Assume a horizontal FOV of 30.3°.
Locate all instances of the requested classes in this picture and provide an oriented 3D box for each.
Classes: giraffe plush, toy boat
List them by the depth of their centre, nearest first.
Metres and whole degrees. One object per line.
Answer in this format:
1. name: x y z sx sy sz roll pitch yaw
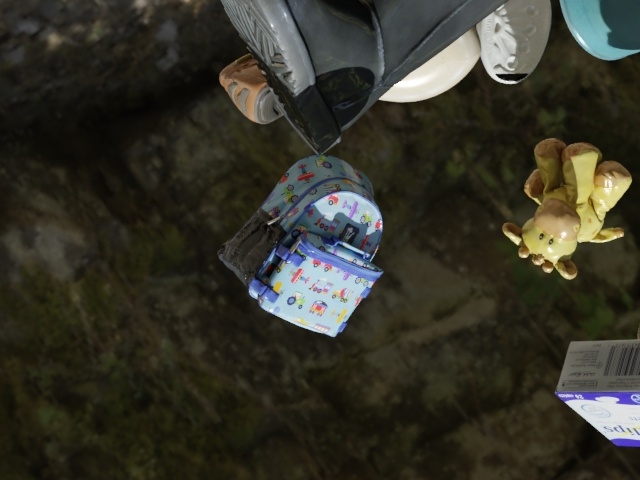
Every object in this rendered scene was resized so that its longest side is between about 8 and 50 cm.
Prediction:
1. toy boat: 0.124 -0.367 1.784 0.148 0.268 0.318 -83 -176 -61
2. giraffe plush: 0.385 -0.037 1.909 0.170 0.181 0.210 -42 134 -38

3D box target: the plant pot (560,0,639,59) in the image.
1. plant pot: 0.642 -0.498 2.261 0.272 0.271 0.255 -28 -165 -32

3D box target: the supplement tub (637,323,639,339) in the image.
1. supplement tub: 0.654 0.135 1.947 0.241 0.241 0.331 -34 149 -13

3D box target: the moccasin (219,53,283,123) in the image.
1. moccasin: -0.003 -0.324 2.084 0.380 0.147 0.139 -30 146 -23

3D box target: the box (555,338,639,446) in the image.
1. box: 0.361 0.175 1.341 0.126 0.137 0.072 -8 -129 49

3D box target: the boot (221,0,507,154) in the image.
1. boot: 0.114 -0.332 1.350 0.445 0.146 0.367 -37 160 -4

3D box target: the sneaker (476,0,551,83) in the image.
1. sneaker: 0.337 -0.422 2.160 0.130 0.322 0.236 0 174 0

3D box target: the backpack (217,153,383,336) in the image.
1. backpack: 0.000 0.000 1.317 0.158 0.117 0.173 30 100 -42
